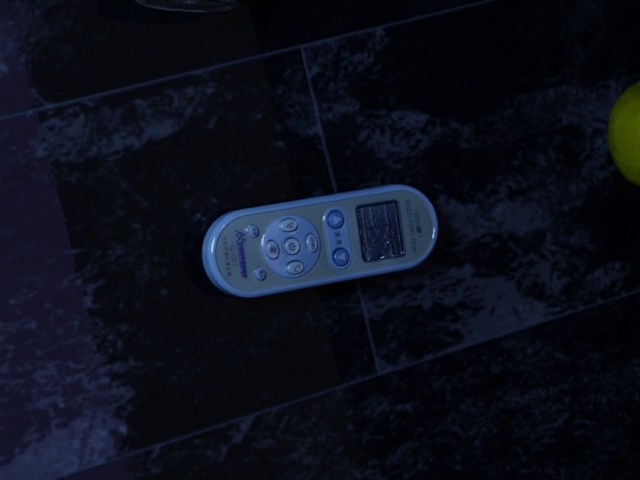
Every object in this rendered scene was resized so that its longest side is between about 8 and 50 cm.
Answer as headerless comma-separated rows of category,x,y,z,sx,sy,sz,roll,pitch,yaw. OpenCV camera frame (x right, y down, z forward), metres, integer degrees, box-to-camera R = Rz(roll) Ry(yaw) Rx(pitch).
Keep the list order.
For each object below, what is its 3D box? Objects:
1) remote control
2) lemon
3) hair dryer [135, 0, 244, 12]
remote control,0.000,0.000,1.871,0.244,0.047,0.087,-9,90,-23
lemon,0.350,-0.113,1.993,0.109,0.109,0.133,-11,103,-24
hair dryer,-0.003,-0.306,1.814,0.344,0.107,0.189,2,87,-14
